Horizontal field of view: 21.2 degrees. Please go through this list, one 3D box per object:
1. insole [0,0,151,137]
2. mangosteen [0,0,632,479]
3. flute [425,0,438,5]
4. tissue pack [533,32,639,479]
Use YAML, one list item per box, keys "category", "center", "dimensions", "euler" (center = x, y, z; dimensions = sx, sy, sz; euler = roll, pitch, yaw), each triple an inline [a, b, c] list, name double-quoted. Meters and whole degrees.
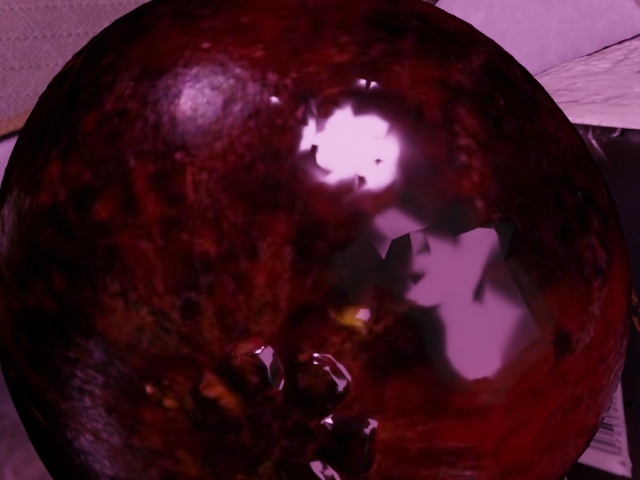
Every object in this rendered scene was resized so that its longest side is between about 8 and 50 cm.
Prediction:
- category: "insole"
  center: [-0.180, -0.082, 0.582]
  dimensions: [0.348, 0.009, 0.119]
  euler: [-9, 108, -42]
- category: "mangosteen"
  center: [0.000, 0.000, 0.658]
  dimensions: [0.261, 0.235, 0.235]
  euler: [-75, 156, -62]
- category: "flute"
  center: [0.090, -0.167, 0.814]
  dimensions: [0.269, 0.014, 0.014]
  euler: [-52, 131, -20]
- category: "tissue pack"
  center: [0.201, 0.083, 0.847]
  dimensions: [0.198, 0.210, 0.370]
  euler: [-20, 111, -30]
